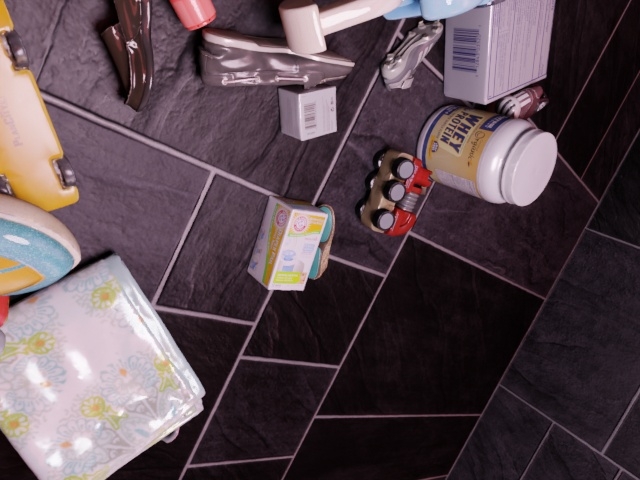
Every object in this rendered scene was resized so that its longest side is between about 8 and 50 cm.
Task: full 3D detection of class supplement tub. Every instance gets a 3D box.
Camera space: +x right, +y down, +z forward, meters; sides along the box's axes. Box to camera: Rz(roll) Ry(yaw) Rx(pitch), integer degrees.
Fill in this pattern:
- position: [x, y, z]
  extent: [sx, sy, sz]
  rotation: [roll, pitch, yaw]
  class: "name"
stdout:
- position: [0.450, -0.236, 1.299]
  extent: [0.228, 0.316, 0.229]
  rotation: [-19, 123, -32]
  class: "supplement tub"

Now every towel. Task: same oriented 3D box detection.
- position: [-0.436, 0.258, 0.893]
  extent: [0.320, 0.090, 0.375]
  rotation: [-33, 104, -25]
  class: "towel"

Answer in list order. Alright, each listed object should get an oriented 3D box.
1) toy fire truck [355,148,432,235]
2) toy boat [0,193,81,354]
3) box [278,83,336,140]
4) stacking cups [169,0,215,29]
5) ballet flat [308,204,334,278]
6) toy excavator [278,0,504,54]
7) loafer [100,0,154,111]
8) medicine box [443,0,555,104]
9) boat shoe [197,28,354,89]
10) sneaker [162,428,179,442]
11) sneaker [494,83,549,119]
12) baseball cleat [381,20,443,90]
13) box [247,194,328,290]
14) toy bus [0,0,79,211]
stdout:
- position: [0.237, -0.125, 1.320]
  extent: [0.246, 0.158, 0.217]
  rotation: [12, 104, -32]
  class: "toy fire truck"
- position: [-0.501, 0.061, 0.687]
  extent: [0.267, 0.148, 0.318]
  rotation: [4, 142, -25]
  class: "toy boat"
- position: [-0.028, -0.286, 1.032]
  extent: [0.101, 0.087, 0.101]
  rotation: [-22, 125, -31]
  class: "box"
- position: [-0.254, -0.492, 0.722]
  extent: [0.096, 0.096, 0.316]
  rotation: [-43, 134, -14]
  class: "stacking cups"
- position: [0.000, 0.000, 1.235]
  extent: [0.067, 0.073, 0.207]
  rotation: [-27, 136, -62]
  class: "ballet flat"
- position: [0.170, -0.515, 0.920]
  extent: [0.445, 0.432, 0.223]
  rotation: [-70, 152, -48]
  class: "toy excavator"
- position: [-0.323, -0.328, 0.780]
  extent: [0.078, 0.080, 0.220]
  rotation: [-4, 110, -28]
  class: "loafer"
- position: [0.488, -0.550, 1.283]
  extent: [0.289, 0.149, 0.264]
  rotation: [-28, 128, -27]
  class: "medicine box"
- position: [-0.085, -0.349, 0.947]
  extent: [0.334, 0.112, 0.096]
  rotation: [-5, 128, -33]
  class: "boat shoe"
- position: [-0.414, 0.332, 1.003]
  extent: [0.112, 0.131, 0.319]
  rotation: [-49, 133, -8]
  class: "sneaker"
- position: [0.595, -0.369, 1.405]
  extent: [0.162, 0.107, 0.281]
  rotation: [-30, 169, 2]
  class: "sneaker"
- position: [0.229, -0.459, 1.184]
  extent: [0.205, 0.072, 0.109]
  rotation: [-41, 146, -10]
  class: "baseball cleat"
- position: [-0.080, 0.007, 1.132]
  extent: [0.114, 0.103, 0.203]
  rotation: [7, 108, -42]
  class: "box"
- position: [-0.466, -0.203, 0.678]
  extent: [0.108, 0.130, 0.333]
  rotation: [-26, 127, -29]
  class: "toy bus"
